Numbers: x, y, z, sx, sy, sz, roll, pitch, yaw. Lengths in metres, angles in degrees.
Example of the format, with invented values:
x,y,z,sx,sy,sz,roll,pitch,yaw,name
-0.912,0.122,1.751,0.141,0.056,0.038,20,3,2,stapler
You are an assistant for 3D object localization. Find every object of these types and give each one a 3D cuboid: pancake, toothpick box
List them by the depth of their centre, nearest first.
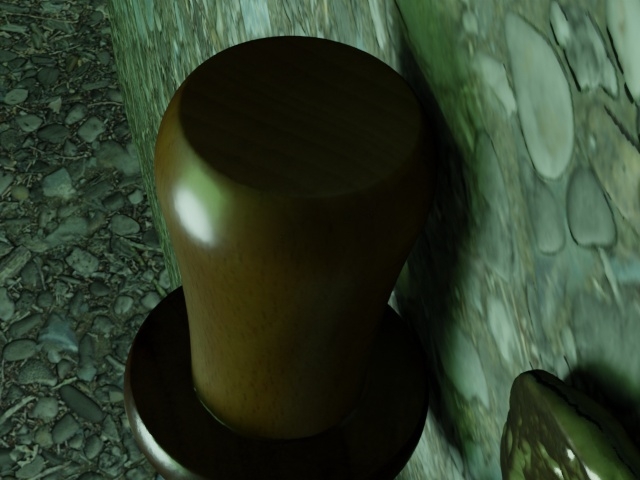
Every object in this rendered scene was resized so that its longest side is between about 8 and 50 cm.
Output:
x,y,z,sx,sy,sz,roll,pitch,yaw,name
0.124,0.170,0.651,0.250,0.031,0.250,167,90,-81,pancake
-0.022,0.033,0.891,0.294,0.192,0.192,95,161,-46,toothpick box
